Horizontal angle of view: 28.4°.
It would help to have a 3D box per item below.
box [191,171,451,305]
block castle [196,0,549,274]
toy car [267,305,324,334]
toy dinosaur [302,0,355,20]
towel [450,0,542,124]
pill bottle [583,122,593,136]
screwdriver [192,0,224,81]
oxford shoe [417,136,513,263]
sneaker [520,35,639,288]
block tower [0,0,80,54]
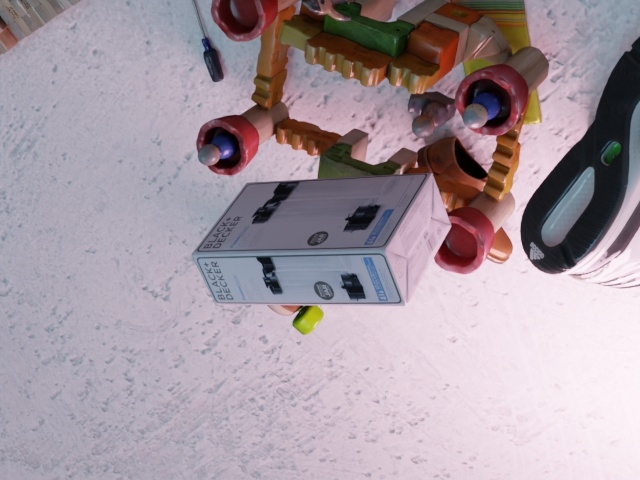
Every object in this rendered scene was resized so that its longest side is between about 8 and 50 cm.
[{"bbox_3d":[0.000,0.000,1.619,0.290,0.169,0.087,-1,127,33],"label":"box"},{"bbox_3d":[0.057,-0.171,1.700,0.453,0.213,0.303,24,125,20],"label":"block castle"},{"bbox_3d":[-0.017,0.026,2.029,0.155,0.149,0.188,42,105,-11],"label":"toy car"},{"bbox_3d":[0.043,-0.399,1.570,0.200,0.296,0.127,51,165,0],"label":"toy dinosaur"},{"bbox_3d":[0.234,-0.260,1.709,0.102,0.021,0.237,3,126,28],"label":"towel"},{"bbox_3d":[0.369,-0.123,1.696,0.043,0.083,0.043,16,131,19],"label":"pill bottle"},{"bbox_3d":[-0.179,-0.318,1.902,0.025,0.024,0.169,17,131,56],"label":"screwdriver"},{"bbox_3d":[0.226,-0.057,1.838,0.076,0.076,0.212,-26,108,35],"label":"oxford shoe"},{"bbox_3d":[0.473,-0.118,1.623,0.257,0.169,0.447,17,119,-43],"label":"sneaker"},{"bbox_3d":[-0.484,-0.360,1.988,0.335,0.097,0.091,-23,111,37],"label":"block tower"}]
